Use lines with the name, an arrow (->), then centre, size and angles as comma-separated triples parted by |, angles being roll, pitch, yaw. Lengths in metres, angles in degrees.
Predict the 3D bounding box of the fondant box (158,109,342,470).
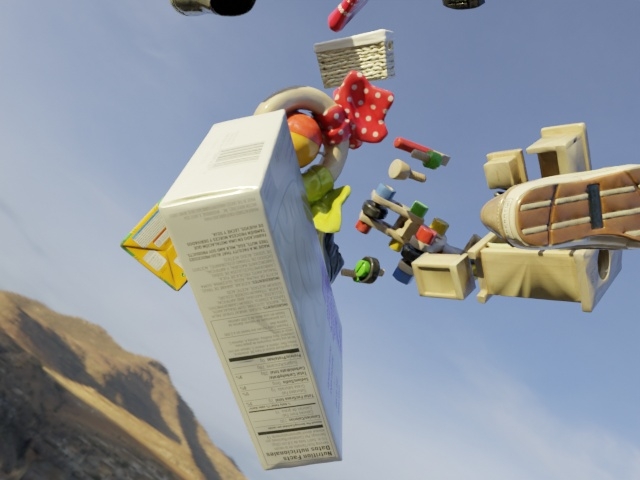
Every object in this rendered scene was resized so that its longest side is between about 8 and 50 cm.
fondant box -> -0.052, 0.048, 0.635 | 0.096, 0.238, 0.330 | -10, -62, 7

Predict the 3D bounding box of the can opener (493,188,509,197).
can opener -> 0.474, -0.097, 1.229 | 0.186, 0.073, 0.059 | 4, -61, 20

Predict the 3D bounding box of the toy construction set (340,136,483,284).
toy construction set -> 0.229, -0.034, 1.172 | 0.237, 0.309, 0.257 | 14, -2, -27

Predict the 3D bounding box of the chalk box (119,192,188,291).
chalk box -> -0.370, -0.011, 1.464 | 0.179, 0.180, 0.289 | 42, -3, -12

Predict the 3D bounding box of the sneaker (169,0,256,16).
sneaker -> -0.095, -0.376, 0.785 | 0.118, 0.222, 0.083 | 32, -20, 40

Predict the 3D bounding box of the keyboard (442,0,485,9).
keyboard -> 0.351, -0.728, 1.372 | 0.201, 0.033, 0.317 | 13, -45, 44

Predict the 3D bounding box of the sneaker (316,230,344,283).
sneaker -> 0.000, 0.000, 1.256 | 0.087, 0.228, 0.130 | -4, -8, 14

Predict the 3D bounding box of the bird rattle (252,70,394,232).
bird rattle -> -0.007, -0.142, 0.836 | 0.207, 0.253, 0.143 | 21, 8, -37

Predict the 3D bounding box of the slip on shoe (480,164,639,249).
slip on shoe -> 0.161, -0.017, 0.337 | 0.041, 0.135, 0.051 | -174, -103, -74

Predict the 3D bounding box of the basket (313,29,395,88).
basket -> 0.084, -0.407, 1.277 | 0.167, 0.113, 0.103 | -5, -75, 20

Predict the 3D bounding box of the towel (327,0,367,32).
towel -> 0.108, -0.449, 0.840 | 0.031, 0.199, 0.275 | 35, -52, -7

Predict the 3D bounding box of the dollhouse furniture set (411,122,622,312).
dollhouse furniture set -> 0.184, -0.030, 0.565 | 0.182, 0.101, 0.161 | 1, -66, 45
